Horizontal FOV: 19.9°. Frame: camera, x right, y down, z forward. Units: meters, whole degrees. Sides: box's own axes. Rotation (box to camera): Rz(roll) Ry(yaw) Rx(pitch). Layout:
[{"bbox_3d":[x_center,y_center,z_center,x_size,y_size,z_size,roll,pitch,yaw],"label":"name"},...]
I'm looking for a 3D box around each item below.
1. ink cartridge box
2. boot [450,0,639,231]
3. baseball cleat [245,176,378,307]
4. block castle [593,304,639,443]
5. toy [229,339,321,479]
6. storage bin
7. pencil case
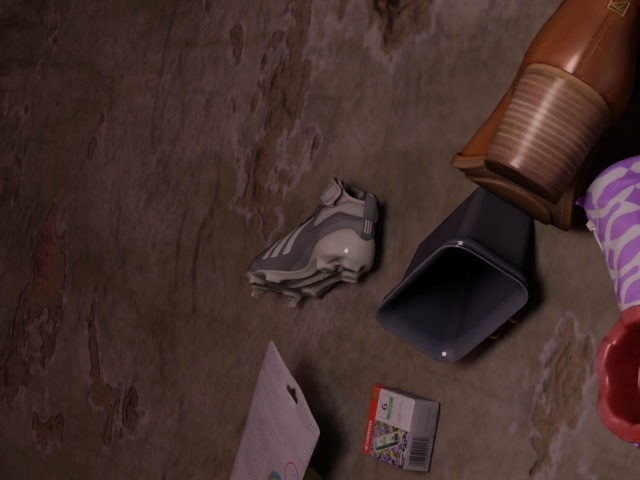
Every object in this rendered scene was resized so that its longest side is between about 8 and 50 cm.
[{"bbox_3d":[0.062,0.164,1.626,0.115,0.029,0.063,12,93,62],"label":"ink cartridge box"},{"bbox_3d":[0.194,-0.131,1.378,0.220,0.109,0.283,-60,-9,-3],"label":"boot"},{"bbox_3d":[0.000,0.000,1.774,0.206,0.072,0.109,-13,56,56],"label":"baseball cleat"},{"bbox_3d":[0.302,-0.100,1.053,0.303,0.212,0.453,-6,76,62],"label":"block castle"},{"bbox_3d":[-0.036,0.230,1.766,0.137,0.056,0.237,58,137,47],"label":"toy"},{"bbox_3d":[0.123,0.025,1.502,0.135,0.098,0.091,-47,15,48],"label":"storage bin"},{"bbox_3d":[0.237,0.038,1.268,0.088,0.086,0.206,-22,55,20],"label":"pencil case"}]
